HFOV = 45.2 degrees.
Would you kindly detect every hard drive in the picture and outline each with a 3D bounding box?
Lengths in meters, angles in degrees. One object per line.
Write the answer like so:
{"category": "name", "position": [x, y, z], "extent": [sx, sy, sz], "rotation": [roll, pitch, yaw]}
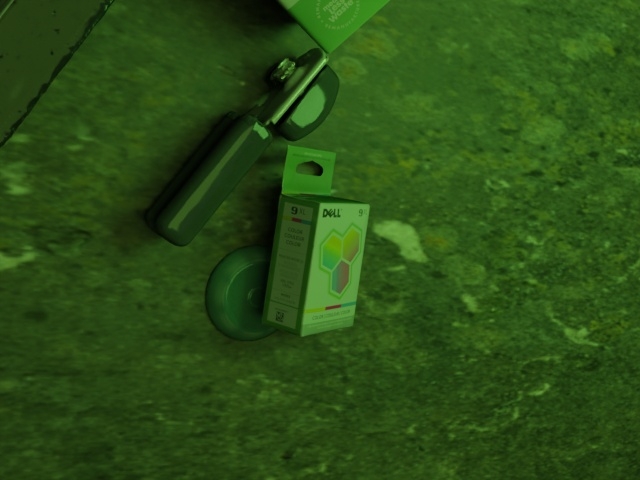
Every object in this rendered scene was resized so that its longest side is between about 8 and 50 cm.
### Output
{"category": "hard drive", "position": [-0.264, -0.160, 0.653], "extent": [0.064, 0.237, 0.339], "rotation": [37, 83, -28]}

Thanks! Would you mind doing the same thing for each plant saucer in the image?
{"category": "plant saucer", "position": [-0.077, 0.066, 0.917], "extent": [0.119, 0.021, 0.119], "rotation": [-6, 102, -26]}

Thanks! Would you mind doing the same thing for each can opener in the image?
{"category": "can opener", "position": [-0.077, -0.103, 0.854], "extent": [0.280, 0.074, 0.093], "rotation": [-49, 118, -11]}

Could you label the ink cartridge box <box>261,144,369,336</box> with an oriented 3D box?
{"category": "ink cartridge box", "position": [0.000, 0.000, 0.898], "extent": [0.109, 0.062, 0.209], "rotation": [-2, 102, -56]}

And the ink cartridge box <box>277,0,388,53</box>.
{"category": "ink cartridge box", "position": [-0.039, -0.380, 0.729], "extent": [0.207, 0.119, 0.353], "rotation": [-40, 126, 12]}
